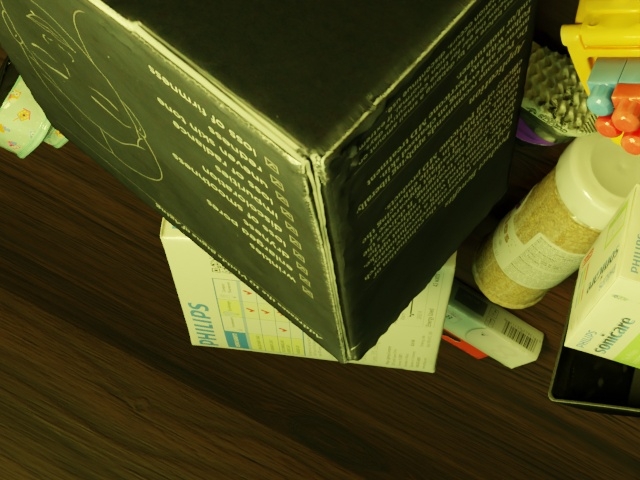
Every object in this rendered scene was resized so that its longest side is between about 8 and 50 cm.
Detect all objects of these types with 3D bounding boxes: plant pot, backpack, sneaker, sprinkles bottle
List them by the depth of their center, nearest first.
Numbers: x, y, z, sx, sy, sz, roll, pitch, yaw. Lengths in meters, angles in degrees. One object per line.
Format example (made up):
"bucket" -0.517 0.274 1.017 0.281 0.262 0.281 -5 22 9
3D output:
"sneaker" 0.164 -0.190 1.237 0.293 0.102 0.146 36 155 -19
"sprinkles bottle" 0.301 -0.019 1.411 0.121 0.121 0.355 27 156 -1
"plant pot" 0.461 0.169 1.574 0.188 0.187 0.167 0 157 45
"backpack" -0.423 -0.214 1.676 0.144 0.188 0.166 37 153 -21

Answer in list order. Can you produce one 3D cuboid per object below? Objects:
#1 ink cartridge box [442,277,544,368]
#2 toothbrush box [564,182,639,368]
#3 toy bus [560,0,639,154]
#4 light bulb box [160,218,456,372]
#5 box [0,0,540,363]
"ink cartridge box" 0.243 0.157 1.904 0.189 0.066 0.232 31 151 -10
"toothbrush box" 0.436 0.071 1.217 0.283 0.122 0.206 15 155 3
"toy bus" 0.312 -0.155 1.031 0.149 0.211 0.220 5 149 36
"light bulb box" 0.000 0.000 1.522 0.361 0.225 0.358 7 152 4
"box" -0.072 -0.189 1.071 0.480 0.297 0.471 38 163 18
